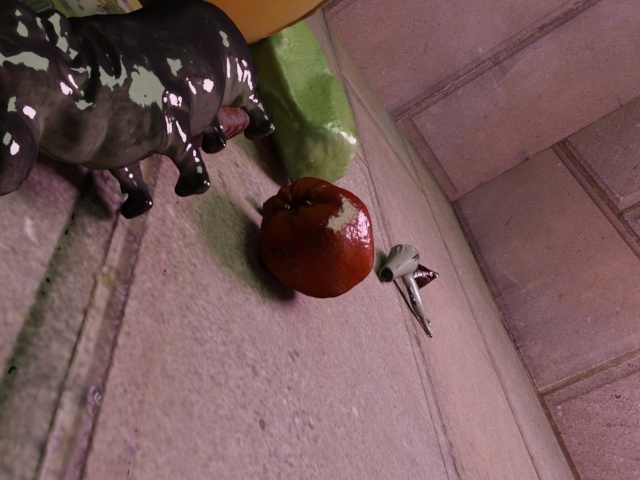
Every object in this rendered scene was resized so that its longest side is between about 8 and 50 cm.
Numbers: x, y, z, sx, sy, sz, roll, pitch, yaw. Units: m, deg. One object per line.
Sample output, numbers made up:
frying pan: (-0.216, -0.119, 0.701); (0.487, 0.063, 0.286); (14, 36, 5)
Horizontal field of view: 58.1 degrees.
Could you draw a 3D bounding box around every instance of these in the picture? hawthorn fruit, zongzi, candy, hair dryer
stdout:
hawthorn fruit: (0.000, 0.000, 0.663); (0.133, 0.132, 0.138); (-98, 162, -51)
zongzi: (0.207, 0.065, 1.272); (0.083, 0.067, 0.073); (15, 52, -43)
candy: (-0.046, -0.234, 0.920); (0.132, 0.142, 0.343); (18, 39, -42)
hair dryer: (0.168, 0.104, 1.135); (0.167, 0.067, 0.199); (1, 74, -60)

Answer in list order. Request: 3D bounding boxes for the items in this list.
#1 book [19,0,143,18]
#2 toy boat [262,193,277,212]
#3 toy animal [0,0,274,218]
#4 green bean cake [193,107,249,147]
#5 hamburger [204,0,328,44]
book: (-0.209, -0.181, 0.490); (0.168, 0.013, 0.192); (53, 34, -21)
toy boat: (-0.042, -0.025, 0.739); (0.083, 0.038, 0.038); (49, 20, -32)
toy animal: (-0.148, -0.100, 0.407); (0.343, 0.106, 0.168); (-32, 106, -62)
green bean cake: (-0.144, -0.175, 0.664); (0.136, 0.056, 0.135); (58, 16, -6)
hamburger: (-0.112, -0.396, 0.744); (0.186, 0.261, 0.302); (68, 20, -2)
